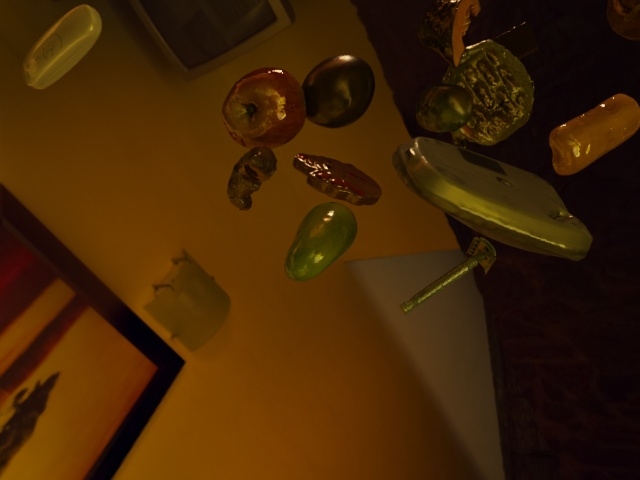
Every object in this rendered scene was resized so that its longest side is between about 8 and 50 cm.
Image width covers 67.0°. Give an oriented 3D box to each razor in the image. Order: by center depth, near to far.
[{"bbox_3d":[0.275,0.091,1.066,0.231,0.106,0.068,-34,-112,-5],"label":"razor"}]

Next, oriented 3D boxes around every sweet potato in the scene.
[{"bbox_3d":[-0.174,-0.173,1.237,0.310,0.097,0.124,-40,-149,62],"label":"sweet potato"}]

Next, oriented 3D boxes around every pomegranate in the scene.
[{"bbox_3d":[0.346,-0.329,1.298,0.131,0.191,0.152,-44,-151,-3],"label":"pomegranate"}]

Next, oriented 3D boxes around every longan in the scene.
[{"bbox_3d":[0.061,-0.547,1.776,0.299,0.243,0.300,-12,-145,9],"label":"longan"}]

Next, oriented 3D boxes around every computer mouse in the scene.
[{"bbox_3d":[0.256,-0.056,0.729,0.197,0.330,0.095,-95,-153,-57],"label":"computer mouse"}]

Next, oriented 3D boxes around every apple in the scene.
[{"bbox_3d":[-0.209,-0.458,1.716,0.249,0.278,0.309,-23,158,-40],"label":"apple"}]

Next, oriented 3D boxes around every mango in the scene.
[{"bbox_3d":[0.000,0.000,1.240,0.175,0.143,0.293,-36,-170,36],"label":"mango"}]

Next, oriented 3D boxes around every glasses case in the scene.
[{"bbox_3d":[-0.570,-0.423,1.063,0.233,0.059,0.092,-29,-111,18],"label":"glasses case"}]

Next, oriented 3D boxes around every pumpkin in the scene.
[{"bbox_3d":[0.324,-0.599,1.328,0.162,0.111,0.279,6,-120,34],"label":"pumpkin"}]

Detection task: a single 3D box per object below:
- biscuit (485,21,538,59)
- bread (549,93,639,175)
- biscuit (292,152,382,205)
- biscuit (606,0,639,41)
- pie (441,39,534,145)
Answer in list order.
[{"bbox_3d":[0.620,-0.640,1.622,0.252,0.106,0.070,-33,-164,-24],"label":"biscuit"},{"bbox_3d":[0.755,-0.292,1.319,0.305,0.142,0.091,-30,-152,-16],"label":"bread"},{"bbox_3d":[0.069,-0.254,1.948,0.359,0.380,0.074,-78,-166,-66],"label":"biscuit"},{"bbox_3d":[0.782,-0.657,1.078,0.070,0.395,0.351,5,-149,-12],"label":"biscuit"},{"bbox_3d":[0.491,-0.427,1.419,0.306,0.307,0.071,-34,-177,0],"label":"pie"}]
